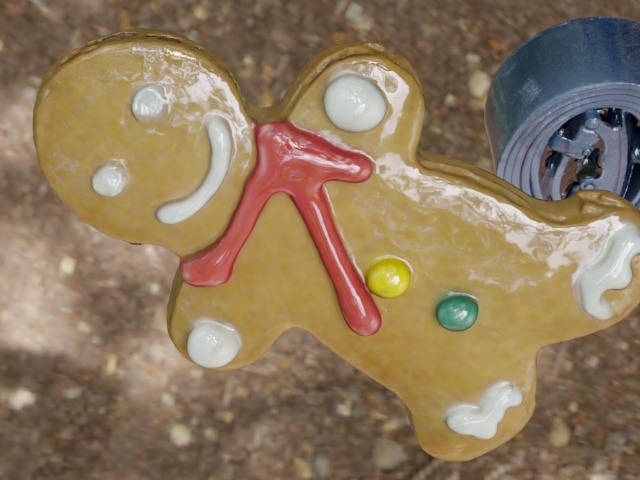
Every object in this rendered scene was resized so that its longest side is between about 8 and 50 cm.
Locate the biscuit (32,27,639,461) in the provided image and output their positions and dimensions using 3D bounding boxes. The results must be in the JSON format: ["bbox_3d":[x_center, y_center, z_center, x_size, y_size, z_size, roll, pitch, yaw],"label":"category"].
[{"bbox_3d":[0.000,0.000,0.949,0.216,0.340,0.047,-53,17,21],"label":"biscuit"}]

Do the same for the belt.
[{"bbox_3d":[0.191,-0.074,1.267,0.141,0.190,0.082,-4,52,1],"label":"belt"}]
